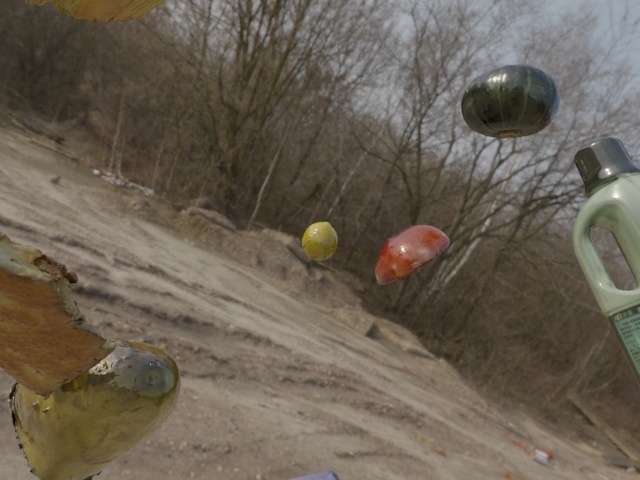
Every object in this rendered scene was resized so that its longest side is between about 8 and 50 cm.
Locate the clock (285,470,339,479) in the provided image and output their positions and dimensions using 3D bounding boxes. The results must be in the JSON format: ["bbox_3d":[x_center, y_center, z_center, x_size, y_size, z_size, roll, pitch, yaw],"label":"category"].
[{"bbox_3d":[-0.016,0.479,0.839,0.144,0.193,0.073,-19,2,16],"label":"clock"}]

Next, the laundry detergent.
[{"bbox_3d":[0.256,0.021,0.404,0.070,0.099,0.226,24,45,-60],"label":"laundry detergent"}]

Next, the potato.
[{"bbox_3d":[-0.340,0.245,0.846,0.229,0.266,0.229,41,28,-27],"label":"potato"}]

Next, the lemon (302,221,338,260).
[{"bbox_3d":[0.000,0.000,0.927,0.062,0.083,0.062,15,-35,11],"label":"lemon"}]

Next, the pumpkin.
[{"bbox_3d":[0.337,-0.246,0.952,0.167,0.125,0.167,-3,10,1],"label":"pumpkin"}]

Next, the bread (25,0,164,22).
[{"bbox_3d":[-0.309,-0.390,0.710,0.133,0.179,0.250,-16,9,30],"label":"bread"}]

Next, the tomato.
[{"bbox_3d":[0.158,0.018,0.995,0.069,0.155,0.155,58,2,0],"label":"tomato"}]

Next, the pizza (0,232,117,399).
[{"bbox_3d":[-0.348,0.081,0.622,0.182,0.074,0.365,0,-42,1],"label":"pizza"}]
